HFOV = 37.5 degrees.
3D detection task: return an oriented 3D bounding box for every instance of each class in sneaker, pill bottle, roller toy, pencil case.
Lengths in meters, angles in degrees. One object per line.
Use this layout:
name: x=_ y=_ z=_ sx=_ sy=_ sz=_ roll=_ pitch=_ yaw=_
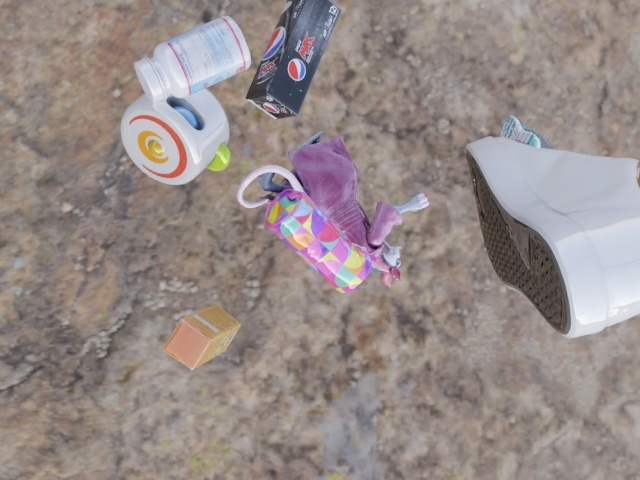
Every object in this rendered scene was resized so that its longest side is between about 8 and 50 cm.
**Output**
sneaker: x=0.462 y=-0.225 z=2.110 sx=0.076 sy=0.166 sz=0.065 roll=14 pitch=115 yaw=-25
pill bottle: x=-0.192 y=-0.267 z=1.411 sx=0.160 sy=0.087 sz=0.087 roll=-27 pitch=100 yaw=-14
sneaker: x=0.188 y=-0.016 z=0.691 sx=0.123 sy=0.290 sz=0.106 roll=-16 pitch=112 yaw=-1
roller toy: x=-0.295 y=-0.215 z=1.877 sx=0.146 sy=0.209 sz=0.191 roll=-51 pitch=140 yaw=-43
pencil case: x=0.000 y=0.000 z=1.807 sx=0.236 sy=0.104 sz=0.104 roll=41 pitch=59 yaw=-31

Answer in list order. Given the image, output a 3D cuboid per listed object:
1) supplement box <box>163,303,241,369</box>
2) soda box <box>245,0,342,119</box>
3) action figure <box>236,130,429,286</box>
supplement box: x=-0.234 y=0.191 z=1.899 sx=0.080 sy=0.233 sz=0.078 roll=33 pitch=98 yaw=5
soda box: x=-0.036 y=-0.248 z=1.248 sx=0.060 sy=0.053 sz=0.169 roll=32 pitch=70 yaw=-33
action figure: x=0.052 y=-0.053 z=2.014 sx=0.370 sy=0.248 sz=0.275 roll=52 pitch=30 yaw=9
